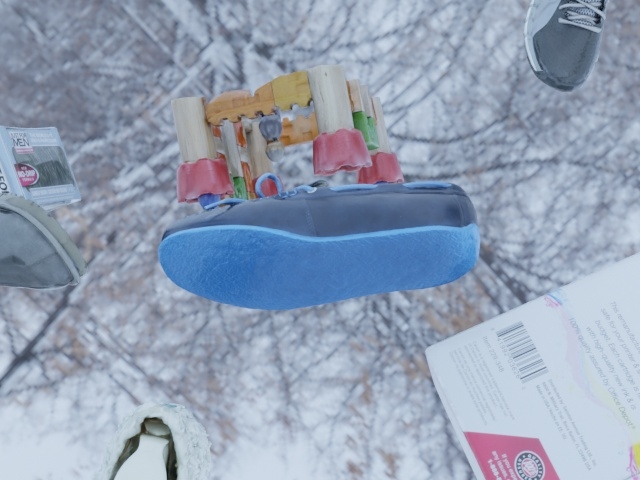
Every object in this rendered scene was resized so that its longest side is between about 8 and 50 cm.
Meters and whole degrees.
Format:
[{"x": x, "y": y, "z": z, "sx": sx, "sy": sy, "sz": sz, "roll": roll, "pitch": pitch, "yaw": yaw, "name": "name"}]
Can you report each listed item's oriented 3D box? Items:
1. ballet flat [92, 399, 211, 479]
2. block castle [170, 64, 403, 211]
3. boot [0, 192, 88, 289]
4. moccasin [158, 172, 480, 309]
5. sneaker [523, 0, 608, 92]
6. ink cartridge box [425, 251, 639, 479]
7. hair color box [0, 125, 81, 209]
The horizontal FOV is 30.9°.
[{"x": -0.209, "y": 0.343, "z": 1.140, "sx": 0.147, "sy": 0.147, "sz": 0.408, "roll": -22, "pitch": -131, "yaw": 51, "name": "ballet flat"}, {"x": -0.045, "y": -0.125, "z": 1.864, "sx": 0.303, "sy": 0.212, "sz": 0.453, "roll": -11, "pitch": 178, "yaw": 11, "name": "block castle"}, {"x": -0.283, "y": 0.052, "z": 0.787, "sx": 0.190, "sy": 0.076, "sz": 0.208, "roll": 13, "pitch": -133, "yaw": 40, "name": "boot"}, {"x": 0.000, "y": 0.000, "z": 1.259, "sx": 0.342, "sy": 0.137, "sz": 0.116, "roll": 0, "pitch": -139, "yaw": 6, "name": "moccasin"}, {"x": 0.280, "y": -0.279, "z": 1.220, "sx": 0.132, "sy": 0.086, "sz": 0.228, "roll": 120, "pitch": -17, "yaw": -68, "name": "sneaker"}, {"x": 0.300, "y": 0.170, "z": 1.270, "sx": 0.306, "sy": 0.131, "sz": 0.226, "roll": -23, "pitch": -118, "yaw": -2, "name": "ink cartridge box"}, {"x": -0.533, "y": -0.039, "z": 1.540, "sx": 0.375, "sy": 0.113, "sz": 0.185, "roll": -20, "pitch": -178, "yaw": 11, "name": "hair color box"}]
